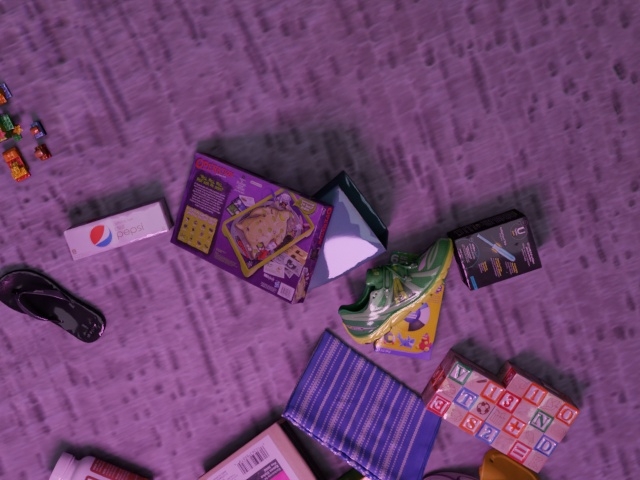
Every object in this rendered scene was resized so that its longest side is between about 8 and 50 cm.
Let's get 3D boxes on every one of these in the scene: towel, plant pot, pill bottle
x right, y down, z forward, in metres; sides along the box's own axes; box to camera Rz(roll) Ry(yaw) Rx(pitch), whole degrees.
[{"bbox_3d":[0.101,0.373,1.899,0.336,0.243,0.040,36,140,-7],"label":"towel"},{"bbox_3d":[0.000,0.000,1.851,0.234,0.165,0.166,-36,99,14],"label":"plant pot"},{"bbox_3d":[-0.492,0.555,1.966,0.216,0.121,0.121,24,99,-4],"label":"pill bottle"}]

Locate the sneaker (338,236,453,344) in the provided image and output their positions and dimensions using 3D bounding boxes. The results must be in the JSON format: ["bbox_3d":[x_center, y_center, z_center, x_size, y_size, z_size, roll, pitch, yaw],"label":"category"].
[{"bbox_3d":[0.157,0.093,1.840,0.295,0.109,0.123,-43,98,9],"label":"sneaker"}]

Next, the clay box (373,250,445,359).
[{"bbox_3d":[0.196,0.142,1.929,0.127,0.053,0.222,9,101,-1],"label":"clay box"}]

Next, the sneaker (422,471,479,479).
[{"bbox_3d":[0.240,0.632,2.009,0.305,0.114,0.152,-27,114,9],"label":"sneaker"}]

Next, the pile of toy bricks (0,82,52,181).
[{"bbox_3d":[-0.652,-0.229,1.824,0.118,0.105,0.212,-27,100,4],"label":"pile of toy bricks"}]

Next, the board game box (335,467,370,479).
[{"bbox_3d":[0.057,0.551,1.968,0.259,0.124,0.039,-33,90,6],"label":"board game box"}]

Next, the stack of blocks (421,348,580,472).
[{"bbox_3d":[0.396,0.359,1.955,0.297,0.087,0.171,30,99,-6],"label":"stack of blocks"}]

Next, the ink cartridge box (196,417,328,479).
[{"bbox_3d":[-0.126,0.541,1.960,0.234,0.088,0.193,-38,80,6],"label":"ink cartridge box"}]

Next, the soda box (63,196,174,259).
[{"bbox_3d":[-0.428,-0.026,1.880,0.216,0.074,0.069,-18,101,3],"label":"soda box"}]

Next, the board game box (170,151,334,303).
[{"bbox_3d":[-0.148,-0.031,1.802,0.346,0.056,0.208,25,106,31],"label":"board game box"}]

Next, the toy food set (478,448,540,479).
[{"bbox_3d":[0.434,0.564,1.986,0.218,0.128,0.071,34,126,-8],"label":"toy food set"}]

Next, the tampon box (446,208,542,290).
[{"bbox_3d":[0.369,0.019,1.883,0.161,0.101,0.120,-18,101,2],"label":"tampon box"}]

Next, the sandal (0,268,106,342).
[{"bbox_3d":[-0.587,0.140,1.919,0.254,0.054,0.097,25,99,-5],"label":"sandal"}]
